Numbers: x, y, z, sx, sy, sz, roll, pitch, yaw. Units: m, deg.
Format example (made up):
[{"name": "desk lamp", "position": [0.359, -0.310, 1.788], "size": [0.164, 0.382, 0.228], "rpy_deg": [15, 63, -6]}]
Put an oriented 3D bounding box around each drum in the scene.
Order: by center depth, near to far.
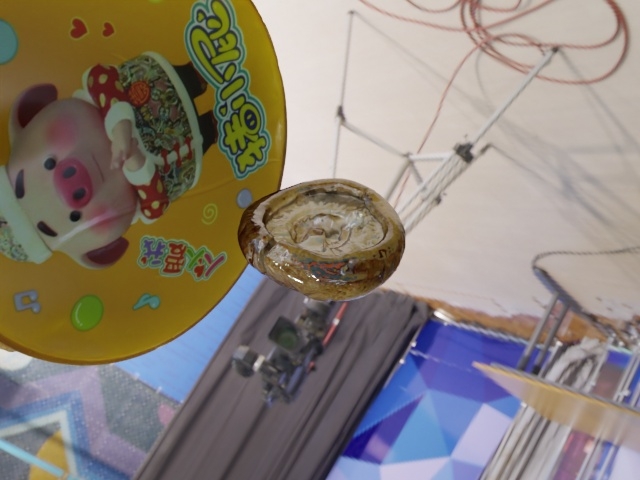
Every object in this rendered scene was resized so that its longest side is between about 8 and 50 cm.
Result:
[{"name": "drum", "position": [-0.242, -0.098, 0.725], "size": [0.214, 0.431, 0.431], "rpy_deg": [16, 159, 38]}]

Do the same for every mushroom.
[{"name": "mushroom", "position": [0.000, 0.000, 0.508], "size": [0.123, 0.123, 0.052], "rpy_deg": [23, 131, 30]}]
